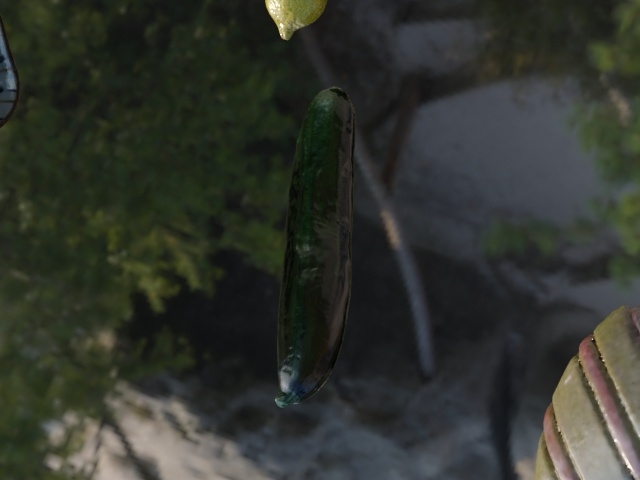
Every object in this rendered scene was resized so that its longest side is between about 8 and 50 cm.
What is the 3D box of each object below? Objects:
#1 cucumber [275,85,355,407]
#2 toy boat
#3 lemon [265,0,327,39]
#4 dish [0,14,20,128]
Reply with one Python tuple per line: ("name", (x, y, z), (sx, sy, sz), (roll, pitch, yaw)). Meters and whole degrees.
("cucumber", (0.000, 0.000, 1.223), (0.056, 0.284, 0.056), (4, 143, 3))
("toy boat", (0.327, 0.189, 1.747), (0.293, 0.276, 0.111), (-20, 150, 33))
("lemon", (-0.023, -0.247, 1.700), (0.065, 0.092, 0.065), (21, -171, -4))
("dish", (-0.357, -0.146, 1.451), (0.190, 0.191, 0.066), (34, 150, -25))
